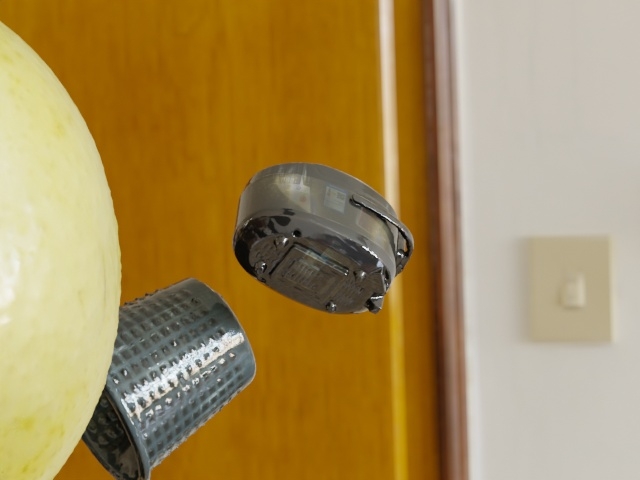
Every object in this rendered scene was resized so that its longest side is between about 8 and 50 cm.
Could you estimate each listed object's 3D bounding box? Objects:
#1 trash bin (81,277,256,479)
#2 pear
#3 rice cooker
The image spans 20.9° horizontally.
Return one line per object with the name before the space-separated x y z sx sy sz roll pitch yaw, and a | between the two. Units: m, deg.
trash bin | -0.153 0.121 1.642 0.161 0.175 0.175 -32 14 -22
pear | -0.276 0.025 0.957 0.348 0.348 0.348 -2 2 0
rice cooker | 0.000 0.000 1.573 0.165 0.106 0.112 28 -47 -10
